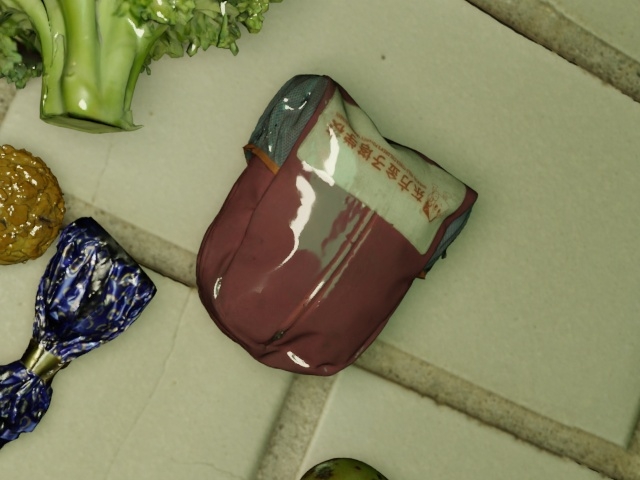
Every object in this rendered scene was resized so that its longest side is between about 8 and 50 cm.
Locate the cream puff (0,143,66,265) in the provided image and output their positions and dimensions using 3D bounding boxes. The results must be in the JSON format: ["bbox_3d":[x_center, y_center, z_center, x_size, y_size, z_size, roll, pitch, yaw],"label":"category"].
[{"bbox_3d":[-0.342,-0.041,1.216,0.144,0.103,0.126,30,55,-43],"label":"cream puff"}]

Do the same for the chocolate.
[{"bbox_3d":[-0.324,0.139,1.233,0.126,0.148,0.343,38,85,16],"label":"chocolate"}]

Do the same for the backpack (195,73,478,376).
[{"bbox_3d":[0.000,0.000,1.308,0.283,0.197,0.317,34,85,-18],"label":"backpack"}]

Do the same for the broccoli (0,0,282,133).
[{"bbox_3d":[-0.241,-0.276,1.182,0.338,0.277,0.317,38,72,-9],"label":"broccoli"}]

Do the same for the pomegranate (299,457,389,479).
[{"bbox_3d":[0.000,0.341,1.354,0.220,0.156,0.156,0,91,12],"label":"pomegranate"}]
